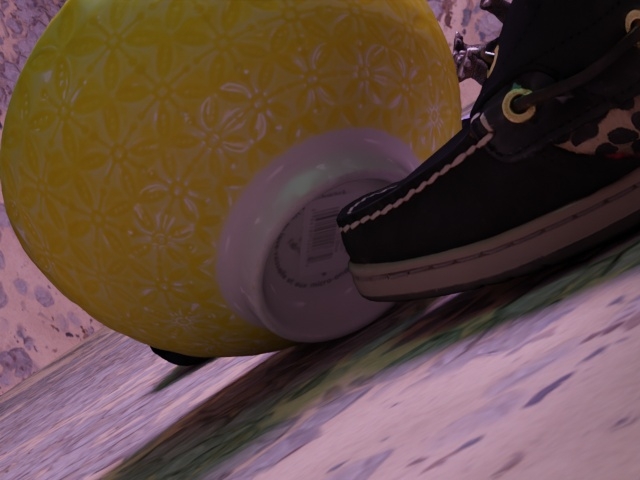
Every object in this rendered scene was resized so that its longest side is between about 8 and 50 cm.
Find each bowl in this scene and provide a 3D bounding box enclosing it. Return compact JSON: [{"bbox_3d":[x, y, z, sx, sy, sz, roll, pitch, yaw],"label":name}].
[{"bbox_3d":[-0.022,-0.032,0.912,0.289,0.289,0.156,-32,45,-10],"label":"bowl"}]

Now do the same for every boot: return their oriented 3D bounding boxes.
[{"bbox_3d":[0.102,-0.150,0.689,0.377,0.284,0.138,-28,5,42],"label":"boot"}]

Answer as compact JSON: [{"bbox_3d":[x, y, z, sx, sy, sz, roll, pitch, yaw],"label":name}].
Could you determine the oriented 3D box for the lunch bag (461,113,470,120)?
[{"bbox_3d":[0.146,-0.095,1.503,0.071,0.053,0.083,-30,-7,-8],"label":"lunch bag"}]

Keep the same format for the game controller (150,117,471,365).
[{"bbox_3d":[0.000,0.000,1.296,0.319,0.067,0.166,-31,3,15],"label":"game controller"}]

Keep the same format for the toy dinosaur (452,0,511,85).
[{"bbox_3d":[0.210,-0.167,1.506,0.313,0.160,0.121,119,168,-72],"label":"toy dinosaur"}]
